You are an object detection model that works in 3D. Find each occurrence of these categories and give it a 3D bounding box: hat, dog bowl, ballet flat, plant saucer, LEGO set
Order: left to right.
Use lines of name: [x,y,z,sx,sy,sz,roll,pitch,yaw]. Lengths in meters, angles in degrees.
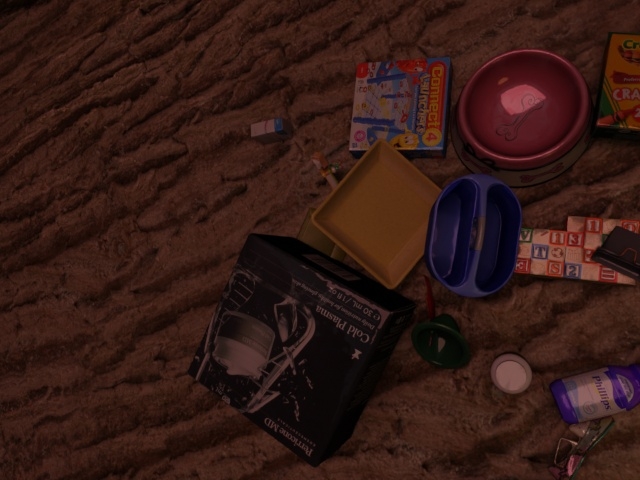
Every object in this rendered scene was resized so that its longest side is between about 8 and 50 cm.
plant saucer: [0.000,0.000,1.669,0.189,0.045,0.188,23,89,23]
LEGO set: [0.090,-0.178,1.619,0.107,0.132,0.287,-31,94,8]
plant saucer: [0.191,-0.079,1.526,0.333,0.081,0.333,41,86,-4]
hat: [0.377,0.245,1.497,0.173,0.183,0.208,2,125,31]
dog bowl: [0.580,-0.368,1.459,0.408,0.150,0.407,-3,80,20]
ballet flat: [0.673,0.533,1.315,0.079,0.077,0.221,35,97,29]

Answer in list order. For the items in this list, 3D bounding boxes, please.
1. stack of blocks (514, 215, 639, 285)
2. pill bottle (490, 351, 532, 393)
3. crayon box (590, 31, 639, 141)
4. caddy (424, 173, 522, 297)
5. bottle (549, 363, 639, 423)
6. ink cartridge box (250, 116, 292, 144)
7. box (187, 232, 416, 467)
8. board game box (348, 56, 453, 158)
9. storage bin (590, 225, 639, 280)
stack of blocks: [0.693,0.024,1.382,0.297,0.087,0.171,5,83,21]
pill bottle: [0.509,0.353,1.343,0.103,0.184,0.103,-3,80,20]
crayon box: [0.855,-0.426,1.334,0.202,0.081,0.318,10,81,17]
caddy: [0.422,-0.013,1.405,0.242,0.179,0.341,9,86,0]
bottle: [0.752,0.385,1.296,0.283,0.092,0.118,-21,71,16]
ink cartridge box: [-0.174,-0.386,1.775,0.123,0.088,0.052,-9,78,19]
box: [-0.054,0.290,1.486,0.480,0.297,0.471,28,99,22]
board game box: [0.260,-0.422,1.621,0.302,0.086,0.308,3,82,21]
storage bin: [0.772,0.026,1.260,0.135,0.098,0.091,27,80,22]
